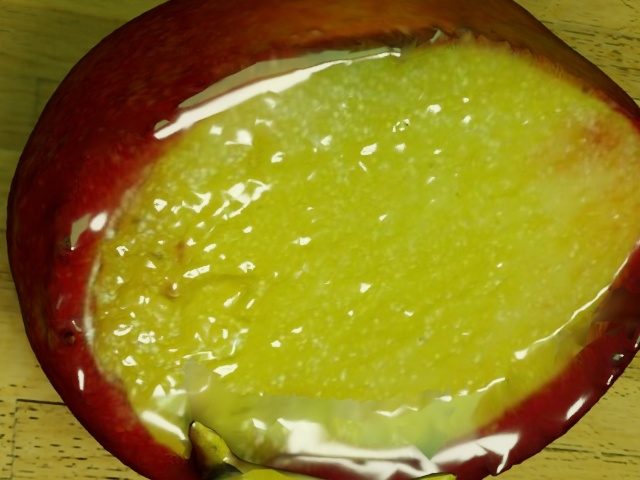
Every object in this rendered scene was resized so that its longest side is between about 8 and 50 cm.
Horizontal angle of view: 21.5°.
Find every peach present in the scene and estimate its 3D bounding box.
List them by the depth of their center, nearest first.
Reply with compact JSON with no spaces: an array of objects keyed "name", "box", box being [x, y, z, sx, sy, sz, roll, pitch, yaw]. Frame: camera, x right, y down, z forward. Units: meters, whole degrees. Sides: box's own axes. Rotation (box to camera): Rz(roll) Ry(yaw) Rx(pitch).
[{"name":"peach","box":[0.009,-0.007,1.062,0.406,0.310,0.335,-12,106,-13]}]
